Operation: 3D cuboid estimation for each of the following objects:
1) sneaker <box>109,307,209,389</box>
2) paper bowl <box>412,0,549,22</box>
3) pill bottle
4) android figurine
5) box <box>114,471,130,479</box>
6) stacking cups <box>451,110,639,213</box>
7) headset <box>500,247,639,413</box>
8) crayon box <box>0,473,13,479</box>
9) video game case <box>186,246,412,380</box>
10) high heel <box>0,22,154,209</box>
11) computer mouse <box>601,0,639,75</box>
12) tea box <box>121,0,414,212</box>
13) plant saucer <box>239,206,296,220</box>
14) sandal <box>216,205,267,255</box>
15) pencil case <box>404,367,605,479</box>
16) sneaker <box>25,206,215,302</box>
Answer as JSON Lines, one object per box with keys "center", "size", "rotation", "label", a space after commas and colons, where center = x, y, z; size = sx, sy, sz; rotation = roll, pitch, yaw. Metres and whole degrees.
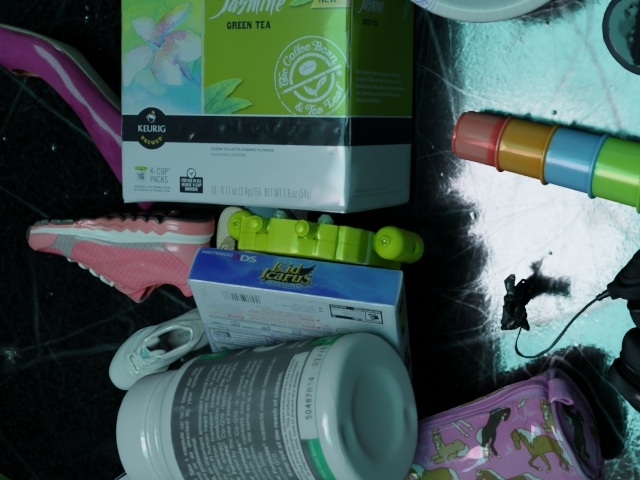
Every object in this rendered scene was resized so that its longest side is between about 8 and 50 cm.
{"center": [-0.246, 0.161, 1.885], "size": [0.212, 0.094, 0.080], "rotation": [-33, 85, 26], "label": "sneaker"}
{"center": [0.195, -0.414, 1.532], "size": [0.284, 0.148, 0.284], "rotation": [4, 114, 9], "label": "paper bowl"}
{"center": [-0.075, 0.237, 1.645], "size": [0.361, 0.204, 0.204], "rotation": [-11, 93, 34], "label": "pill bottle"}
{"center": [0.000, 0.000, 1.646], "size": [0.248, 0.273, 0.056], "rotation": [6, 86, 26], "label": "android figurine"}
{"center": [-0.237, 0.459, 1.847], "size": [0.231, 0.126, 0.262], "rotation": [52, 148, 11], "label": "box"}
{"center": [0.321, -0.102, 1.592], "size": [0.316, 0.096, 0.096], "rotation": [18, 106, 27], "label": "stacking cups"}
{"center": [0.418, 0.097, 1.562], "size": [0.394, 0.185, 0.243], "rotation": [1, 106, 9], "label": "headset"}
{"center": [-0.594, 0.465, 2.103], "size": [0.318, 0.081, 0.202], "rotation": [22, 107, 20], "label": "crayon box"}
{"center": [-0.019, 0.113, 1.683], "size": [0.269, 0.061, 0.244], "rotation": [7, 145, 12], "label": "video game case"}
{"center": [-0.373, -0.190, 1.863], "size": [0.377, 0.127, 0.181], "rotation": [23, 95, 17], "label": "high heel"}
{"center": [0.467, -0.232, 1.509], "size": [0.272, 0.072, 0.189], "rotation": [14, 102, 10], "label": "computer mouse"}
{"center": [-0.067, -0.206, 1.668], "size": [0.329, 0.220, 0.324], "rotation": [2, 95, 25], "label": "tea box"}
{"center": [-0.042, 0.015, 1.810], "size": [0.067, 0.018, 0.192], "rotation": [-41, 81, 25], "label": "plant saucer"}
{"center": [-0.123, 0.076, 1.811], "size": [0.088, 0.079, 0.240], "rotation": [3, 104, 30], "label": "sandal"}
{"center": [0.178, 0.292, 1.673], "size": [0.386, 0.167, 0.160], "rotation": [-22, 66, 26], "label": "pencil case"}
{"center": [-0.300, 0.025, 1.877], "size": [0.313, 0.116, 0.136], "rotation": [1, 100, 25], "label": "sneaker"}
